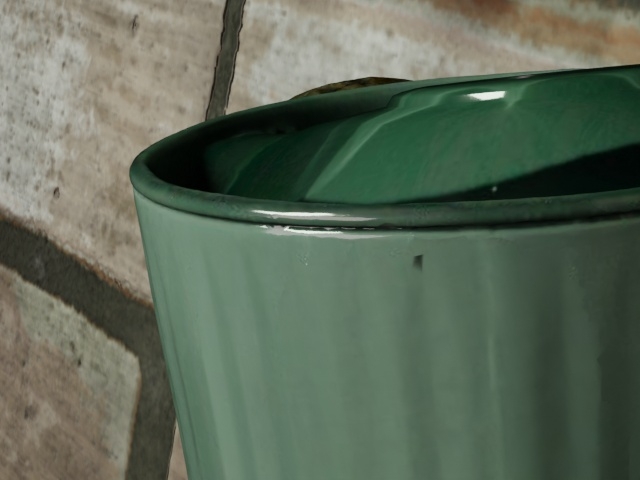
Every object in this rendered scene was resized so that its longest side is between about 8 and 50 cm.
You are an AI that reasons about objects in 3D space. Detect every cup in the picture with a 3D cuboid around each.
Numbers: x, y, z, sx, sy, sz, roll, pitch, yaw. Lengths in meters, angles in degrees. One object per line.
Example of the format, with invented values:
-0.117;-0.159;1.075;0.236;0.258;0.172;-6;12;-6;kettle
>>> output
0.114;0.106;0.891;0.310;0.401;0.392;5;106;36;cup

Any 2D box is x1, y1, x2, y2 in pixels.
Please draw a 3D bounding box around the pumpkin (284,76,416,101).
-0.004;0.004;1.239;0.248;0.126;0.131;-66;34;30;pumpkin
